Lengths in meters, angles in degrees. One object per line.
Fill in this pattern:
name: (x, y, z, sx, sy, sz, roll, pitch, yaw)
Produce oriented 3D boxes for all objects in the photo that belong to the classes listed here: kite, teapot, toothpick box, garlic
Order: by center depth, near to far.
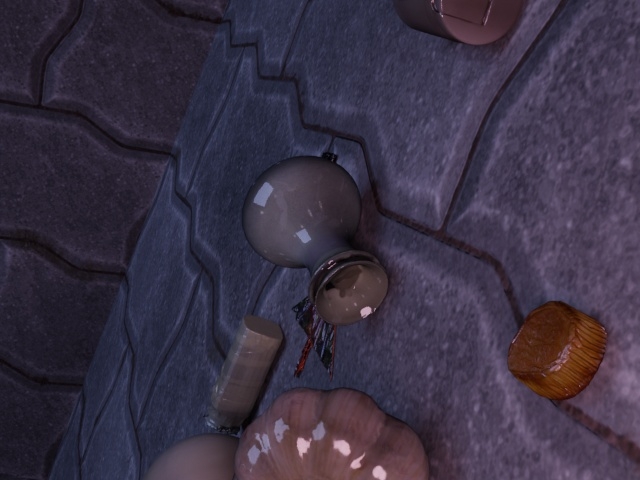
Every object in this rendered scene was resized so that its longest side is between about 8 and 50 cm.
garlic: (0.019, 0.242, 0.899, 0.218, 0.218, 0.212, -63, -6, 21)
toothpick box: (0.170, -0.312, 1.038, 0.111, 0.111, 0.181, -67, 20, 13)
teapot: (0.000, 0.000, 1.149, 0.183, 0.183, 0.251, -62, 35, 23)
kite: (-0.006, 0.130, 1.254, 0.189, 0.009, 0.232, -68, 21, 11)
teapot: (-0.138, 0.227, 1.412, 0.107, 0.077, 0.200, -121, 53, -68)

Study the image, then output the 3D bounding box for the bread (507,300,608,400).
bread: (0.207, 0.096, 0.699, 0.085, 0.053, 0.085, -48, 22, 27)

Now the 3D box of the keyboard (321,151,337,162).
keyboard: (-0.017, -0.062, 1.428, 0.195, 0.018, 0.060, -70, 18, 3)

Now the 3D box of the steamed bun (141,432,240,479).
steamed bun: (-0.173, 0.432, 1.158, 0.324, 0.206, 0.324, -52, 27, 42)
